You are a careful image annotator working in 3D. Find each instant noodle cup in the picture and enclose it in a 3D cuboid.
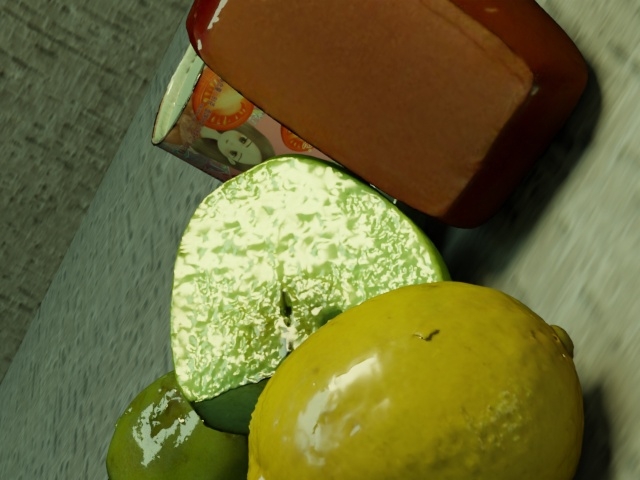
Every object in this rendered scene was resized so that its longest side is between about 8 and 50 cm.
[{"bbox_3d":[-0.092,-0.174,1.918,0.243,0.231,0.243,-53,22,32],"label":"instant noodle cup"}]

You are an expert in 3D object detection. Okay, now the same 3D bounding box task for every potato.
[{"bbox_3d":[-0.169,0.264,1.678,0.253,0.186,0.148,-67,-8,14],"label":"potato"}]

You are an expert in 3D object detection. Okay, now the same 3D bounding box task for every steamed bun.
[{"bbox_3d":[0.070,-0.195,1.357,0.235,0.379,0.248,-59,-11,20],"label":"steamed bun"}]

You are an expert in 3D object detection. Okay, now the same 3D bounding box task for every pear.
[{"bbox_3d":[-0.016,0.043,1.355,0.159,0.292,0.292,53,-127,-67],"label":"pear"}]

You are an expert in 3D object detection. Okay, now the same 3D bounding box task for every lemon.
[{"bbox_3d":[0.074,0.153,1.062,0.263,0.236,0.236,-12,41,13],"label":"lemon"}]

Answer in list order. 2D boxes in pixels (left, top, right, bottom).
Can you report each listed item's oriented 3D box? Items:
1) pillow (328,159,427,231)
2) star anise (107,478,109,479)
[{"bbox_3d":[0.005,0.060,1.532,0.255,0.120,0.322,1,69,62],"label":"pillow"},{"bbox_3d":[-0.234,0.344,1.854,0.190,0.126,0.220,-58,23,34],"label":"star anise"}]
